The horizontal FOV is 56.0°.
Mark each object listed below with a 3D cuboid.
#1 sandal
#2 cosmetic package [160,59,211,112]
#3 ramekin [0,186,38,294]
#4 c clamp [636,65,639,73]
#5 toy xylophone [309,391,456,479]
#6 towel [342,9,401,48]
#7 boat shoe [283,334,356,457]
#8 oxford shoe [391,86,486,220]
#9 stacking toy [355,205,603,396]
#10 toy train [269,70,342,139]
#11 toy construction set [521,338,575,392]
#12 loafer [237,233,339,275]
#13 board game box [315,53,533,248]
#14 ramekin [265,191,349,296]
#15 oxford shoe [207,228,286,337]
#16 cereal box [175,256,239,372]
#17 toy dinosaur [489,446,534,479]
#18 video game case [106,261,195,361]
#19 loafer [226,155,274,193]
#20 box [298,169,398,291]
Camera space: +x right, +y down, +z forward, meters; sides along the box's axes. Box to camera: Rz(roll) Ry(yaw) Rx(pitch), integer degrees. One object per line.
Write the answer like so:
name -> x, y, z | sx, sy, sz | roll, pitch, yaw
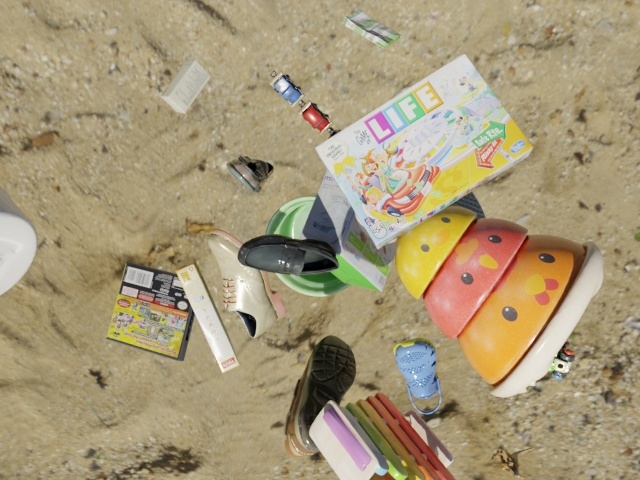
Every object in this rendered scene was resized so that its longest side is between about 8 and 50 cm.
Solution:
sandal -> 0.302, 0.408, 1.798 | 0.126, 0.317, 0.138 | -16, 43, 13
cosmetic package -> -0.319, -0.365, 1.426 | 0.041, 0.060, 0.115 | 18, 69, 45
ramekin -> -0.774, 0.013, 1.336 | 0.135, 0.277, 0.277 | 34, 67, 20
c clamp -> 0.537, -0.296, 0.863 | 0.160, 0.137, 0.022 | -28, 81, -12
toy xylophone -> 0.115, 0.345, 0.930 | 0.081, 0.322, 0.236 | -49, 64, 9
towel -> 0.150, -0.611, 1.728 | 0.152, 0.023, 0.113 | 33, 46, 10
boat shoe -> -0.013, 0.351, 1.378 | 0.122, 0.120, 0.324 | 39, 35, -8
oxford shoe -> 0.285, -0.178, 1.569 | 0.169, 0.130, 0.449 | -29, 97, -23
stacking toy -> 0.268, 0.051, 1.212 | 0.479, 0.351, 0.351 | 32, 67, 12
toy train -> -0.009, -0.167, 0.811 | 0.158, 0.027, 0.036 | 42, 21, -17
toy construction set -> 0.634, 0.327, 1.816 | 0.215, 0.151, 0.328 | 19, 31, 9
loafer -> -0.060, 0.034, 1.227 | 0.223, 0.076, 0.078 | 2, 28, -34
board game box -> 0.087, -0.077, 0.524 | 0.154, 0.026, 0.103 | -32, 77, 2
ramekin -> 0.000, 0.000, 1.798 | 0.303, 0.303, 0.148 | 33, 24, 6
oxford shoe -> -0.245, 0.140, 1.859 | 0.146, 0.140, 0.397 | -48, 123, -28
cereal box -> -0.250, 0.158, 1.322 | 0.047, 0.173, 0.240 | -23, 97, -11
toy dinosaur -> 0.582, 0.672, 1.828 | 0.112, 0.211, 0.064 | 28, 109, 13
video game case -> -0.508, 0.213, 1.839 | 0.274, 0.035, 0.248 | 11, 85, 21
loafer -> -0.164, -0.174, 1.470 | 0.084, 0.267, 0.096 | -43, 92, 1
box -> 0.092, -0.032, 1.464 | 0.126, 0.262, 0.231 | 11, 74, 33
